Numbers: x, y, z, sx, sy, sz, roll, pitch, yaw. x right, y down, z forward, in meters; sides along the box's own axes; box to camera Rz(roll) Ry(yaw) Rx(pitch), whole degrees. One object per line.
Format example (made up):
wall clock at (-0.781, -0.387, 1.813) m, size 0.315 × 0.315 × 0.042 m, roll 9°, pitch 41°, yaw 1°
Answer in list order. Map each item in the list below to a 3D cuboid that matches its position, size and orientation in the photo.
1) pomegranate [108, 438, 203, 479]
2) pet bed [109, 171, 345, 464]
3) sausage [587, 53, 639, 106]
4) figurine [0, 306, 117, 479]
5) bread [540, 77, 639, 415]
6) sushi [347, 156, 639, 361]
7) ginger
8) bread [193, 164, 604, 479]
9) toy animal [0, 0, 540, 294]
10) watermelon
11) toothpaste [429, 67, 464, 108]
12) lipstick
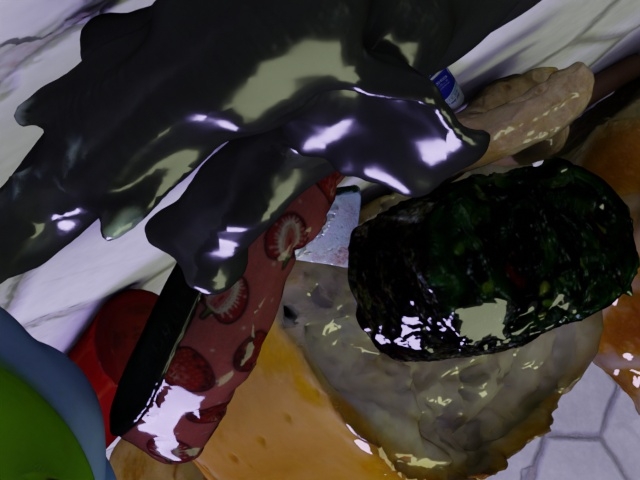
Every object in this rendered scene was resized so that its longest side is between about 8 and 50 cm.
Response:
pomegranate at (-0.108, 0.322, 1.776) m, size 0.332 × 0.332 × 0.332 m, roll -32°, pitch 173°, yaw -4°
pet bed at (-0.037, 0.008, 0.679) m, size 0.201 × 0.053 × 0.201 m, roll -63°, pitch -176°, yaw 9°
sausage at (0.260, -0.143, 1.337) m, size 0.116 × 0.026 × 0.026 m, roll -30°, pitch 173°, yaw -27°
figurine at (-0.181, 0.112, 0.687) m, size 0.143 × 0.162 × 0.263 m, roll -57°, pitch -171°, yaw -20°
bread at (0.416, -0.007, 1.404) m, size 0.279 × 0.371 × 0.390 m, roll -41°, pitch -179°, yaw -35°
sushi at (0.131, 0.014, 1.022) m, size 0.225 × 0.124 × 0.127 m, roll -12°, pitch 177°, yaw -43°
ginger at (0.116, -0.077, 1.053) m, size 0.149 × 0.065 × 0.258 m, roll -20°, pitch 179°, yaw 3°
bread at (0.055, 0.120, 1.331) m, size 0.361 × 0.250 × 0.394 m, roll -26°, pitch 172°, yaw -37°
toy animal at (-0.010, -0.067, 0.428) m, size 0.146 × 0.114 × 0.245 m, roll -30°, pitch -162°, yaw 46°
watermelon at (0.000, 0.000, 1.035) m, size 0.085 × 0.061 × 0.085 m, roll -41°, pitch 177°, yaw -3°
toothpaste at (0.076, -0.096, 0.912) m, size 0.024 × 0.015 × 0.083 m, roll -41°, pitch 167°, yaw 8°
lipstick at (-0.161, 0.108, 1.055) m, size 0.073 × 0.073 × 0.279 m, roll -29°, pitch 172°, yaw -27°
